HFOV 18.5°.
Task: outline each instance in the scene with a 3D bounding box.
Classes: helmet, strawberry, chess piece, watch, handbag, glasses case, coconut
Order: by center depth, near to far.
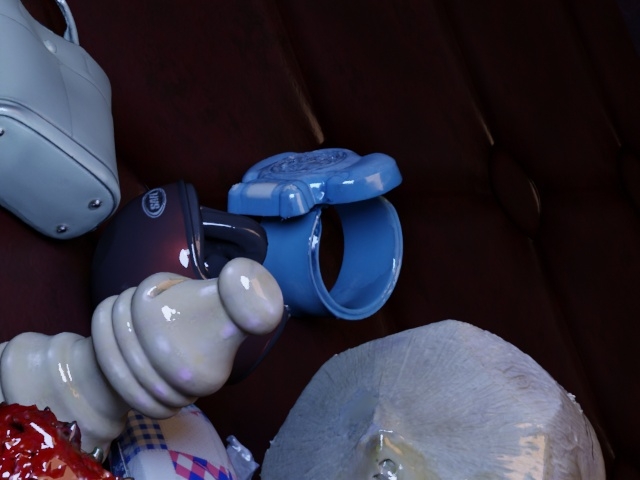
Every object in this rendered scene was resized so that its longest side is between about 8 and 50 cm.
[{"bbox_3d":[-0.245,0.250,1.666,0.201,0.184,0.187,-59,158,-31],"label":"strawberry"},{"bbox_3d":[-0.157,0.108,1.769,0.124,0.307,0.139,8,61,-55],"label":"chess piece"},{"bbox_3d":[-0.127,0.262,1.867,0.125,0.076,0.327,20,32,-36],"label":"glasses case"},{"bbox_3d":[-0.134,0.047,1.968,0.189,0.193,0.216,-105,-179,-61],"label":"helmet"},{"bbox_3d":[-0.300,-0.160,2.008,0.241,0.109,0.315,41,23,-37],"label":"handbag"},{"bbox_3d":[0.110,0.259,2.035,0.360,0.346,0.346,41,36,-50],"label":"coconut"},{"bbox_3d":[0.000,0.000,2.271,0.211,0.211,0.193,-44,124,-59],"label":"watch"}]

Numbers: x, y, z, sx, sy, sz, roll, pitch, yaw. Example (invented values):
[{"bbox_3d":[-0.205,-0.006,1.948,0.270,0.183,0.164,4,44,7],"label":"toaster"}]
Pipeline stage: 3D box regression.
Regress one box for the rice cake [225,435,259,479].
[{"bbox_3d":[-0.117,0.296,1.955,0.055,0.049,0.270,32,37,-10],"label":"rice cake"}]
